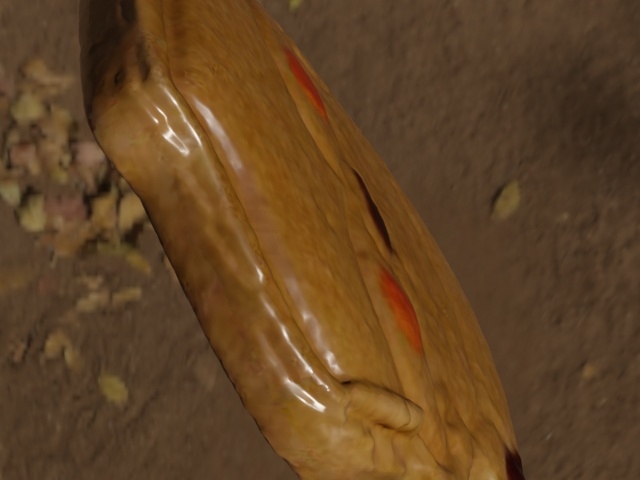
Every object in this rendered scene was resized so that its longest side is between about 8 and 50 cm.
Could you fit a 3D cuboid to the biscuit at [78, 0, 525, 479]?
[{"bbox_3d":[0.001,0.000,1.015,0.078,0.455,0.350,-31,59,11],"label":"biscuit"}]
